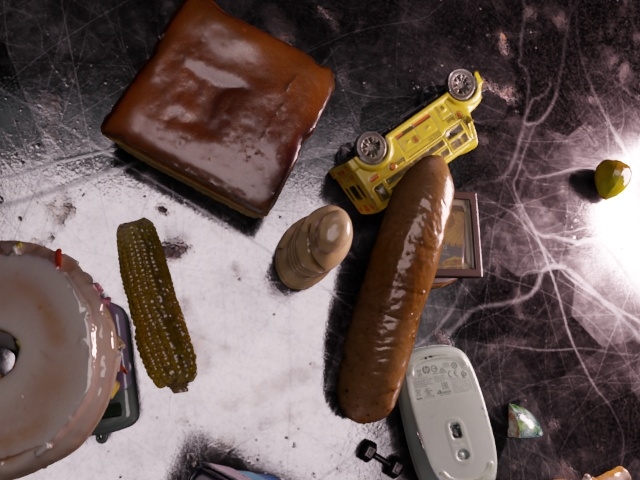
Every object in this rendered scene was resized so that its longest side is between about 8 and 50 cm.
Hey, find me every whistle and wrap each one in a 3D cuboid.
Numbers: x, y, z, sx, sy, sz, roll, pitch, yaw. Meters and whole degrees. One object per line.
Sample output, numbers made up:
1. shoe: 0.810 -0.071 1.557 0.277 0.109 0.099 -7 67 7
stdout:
1. whistle: 0.500 0.495 1.343 0.220 0.057 0.107 -20 83 -16

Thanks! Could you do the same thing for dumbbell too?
1. dumbbell: 0.112 0.402 1.291 0.083 0.040 0.036 32 106 -4

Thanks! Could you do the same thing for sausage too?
1. sausage: 0.134 0.087 1.247 0.123 0.136 0.501 17 93 25

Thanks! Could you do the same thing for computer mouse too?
1. computer mouse: 0.228 0.340 1.297 0.159 0.097 0.289 -8 65 -14

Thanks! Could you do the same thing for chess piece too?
1. chess piece: 0.000 0.000 1.202 0.138 0.307 0.124 -28 87 -14

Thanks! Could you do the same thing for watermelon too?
1. watermelon: 0.389 0.363 1.356 0.061 0.085 0.085 -42 90 25

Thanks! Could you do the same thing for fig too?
1. fig: 0.611 -0.127 1.475 0.073 0.074 0.088 17 98 -8

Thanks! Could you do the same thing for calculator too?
1. calculator: -0.387 0.223 1.203 0.141 0.045 0.246 -9 82 5

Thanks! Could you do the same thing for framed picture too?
1. framed picture: 0.244 -0.012 1.351 0.127 0.023 0.169 2 77 -13

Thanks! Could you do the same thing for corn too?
1. corn: -0.292 0.115 1.237 0.096 0.097 0.320 -15 82 -14

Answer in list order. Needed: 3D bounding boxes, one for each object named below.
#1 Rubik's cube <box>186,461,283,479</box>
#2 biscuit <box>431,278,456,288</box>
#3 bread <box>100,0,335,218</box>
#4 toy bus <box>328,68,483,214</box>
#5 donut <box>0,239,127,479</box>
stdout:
1. Rubik's cube: -0.056 0.564 1.014 0.358 0.363 0.362 17 75 23
2. biscuit: 0.222 0.000 1.383 0.208 0.049 0.181 -39 88 -17
3. bread: -0.178 -0.244 1.297 0.333 0.143 0.324 27 77 -6
4. toy bus: 0.185 -0.193 1.361 0.330 0.144 0.152 -36 97 -13
5. donut: -0.495 0.185 1.121 0.382 0.142 0.383 0 82 4
